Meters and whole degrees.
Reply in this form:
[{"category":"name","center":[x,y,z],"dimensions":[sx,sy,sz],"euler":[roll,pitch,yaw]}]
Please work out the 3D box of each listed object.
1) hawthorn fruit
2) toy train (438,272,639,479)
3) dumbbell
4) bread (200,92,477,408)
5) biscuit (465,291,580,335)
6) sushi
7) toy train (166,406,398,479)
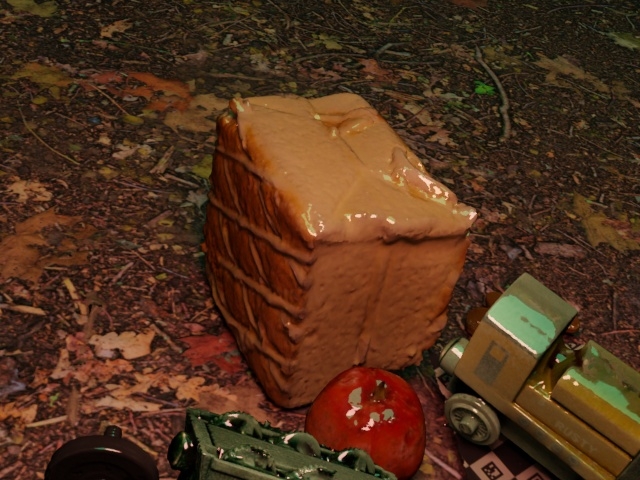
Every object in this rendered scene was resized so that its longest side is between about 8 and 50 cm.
[{"category":"hawthorn fruit","center":[0.063,0.249,1.515],"dimensions":[0.179,0.200,0.179],"euler":[5,40,-4]},{"category":"toy train","center":[0.343,0.237,1.525],"dimensions":[0.397,0.253,0.160],"euler":[38,49,17]},{"category":"dumbbell","center":[-0.273,0.343,1.328],"dimensions":[0.143,0.143,0.325],"euler":[8,35,-6]},{"category":"bread","center":[0.000,0.000,1.702],"dimensions":[0.279,0.371,0.390],"euler":[-8,38,-27]},{"category":"biscuit","center":[0.336,0.135,1.906],"dimensions":[0.205,0.031,0.138],"euler":[-10,40,-29]},{"category":"sushi","center":[0.313,0.273,1.689],"dimensions":[0.289,0.050,0.264],"euler":[0,50,-20]},{"category":"toy train","center":[-0.047,0.325,1.346],"dimensions":[0.330,0.178,0.138],"euler":[23,10,-22]}]
